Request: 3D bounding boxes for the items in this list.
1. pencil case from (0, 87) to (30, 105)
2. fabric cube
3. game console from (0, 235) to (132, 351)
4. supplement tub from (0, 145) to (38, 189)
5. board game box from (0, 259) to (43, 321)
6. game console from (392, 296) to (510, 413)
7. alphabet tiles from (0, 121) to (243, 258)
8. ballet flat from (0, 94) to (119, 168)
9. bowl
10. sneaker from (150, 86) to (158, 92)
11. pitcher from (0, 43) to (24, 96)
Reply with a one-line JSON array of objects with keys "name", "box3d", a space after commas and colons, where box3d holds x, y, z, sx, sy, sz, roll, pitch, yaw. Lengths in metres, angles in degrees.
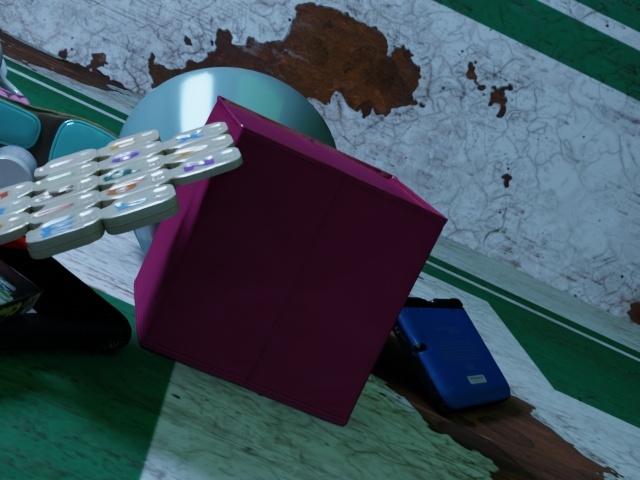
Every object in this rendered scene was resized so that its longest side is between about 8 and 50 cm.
[{"name": "pencil case", "box3d": [-0.576, -0.229, 1.943, 0.209, 0.095, 0.098, 22, -7, -35]}, {"name": "fabric cube", "box3d": [-0.046, 0.015, 1.395, 0.259, 0.258, 0.254, 24, 8, -14]}, {"name": "game console", "box3d": [-0.401, 0.008, 1.127, 0.342, 0.060, 0.386, 35, 12, 26]}, {"name": "supplement tub", "box3d": [-0.405, -0.082, 1.576, 0.071, 0.071, 0.107, 24, 9, -12]}, {"name": "board game box", "box3d": [-0.371, -0.012, 1.029, 0.259, 0.030, 0.136, 35, 16, 9]}, {"name": "game console", "box3d": [0.110, 0.162, 1.750, 0.250, 0.173, 0.293, 61, 21, 16]}, {"name": "alphabet tiles", "box3d": [-0.216, -0.052, 1.201, 0.278, 0.021, 0.284, -18, 21, -5]}, {"name": "ballet flat", "box3d": [-0.420, -0.140, 1.855, 0.342, 0.116, 0.124, 20, -10, -13]}, {"name": "bowl", "box3d": [-0.129, -0.055, 1.602, 0.311, 0.311, 0.163, 24, 27, -12]}, {"name": "sneaker", "box3d": [-0.190, -0.125, 1.865, 0.130, 0.236, 0.323, -15, 3, 12]}, {"name": "pitcher", "box3d": [-0.647, -0.334, 2.329, 0.178, 0.125, 0.207, 41, -3, -2]}]
